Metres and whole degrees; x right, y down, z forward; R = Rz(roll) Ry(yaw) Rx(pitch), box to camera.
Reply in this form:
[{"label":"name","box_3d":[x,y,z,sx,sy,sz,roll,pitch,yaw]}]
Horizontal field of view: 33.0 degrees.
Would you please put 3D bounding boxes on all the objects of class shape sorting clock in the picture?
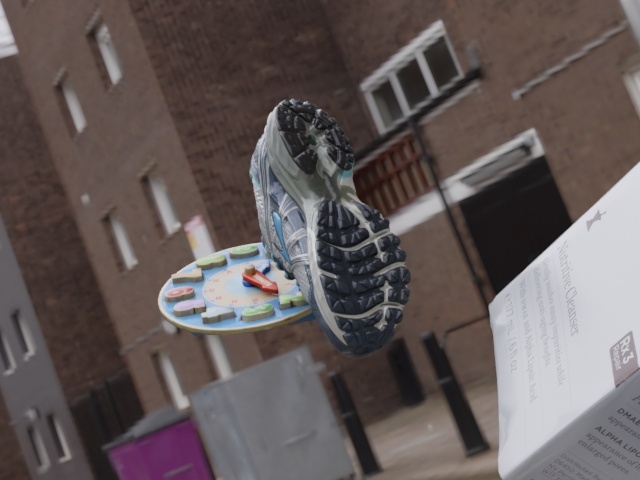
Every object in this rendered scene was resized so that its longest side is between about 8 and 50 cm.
[{"label":"shape sorting clock","box_3d":[-0.076,0.046,1.181,0.206,0.040,0.206,-4,23,2]}]

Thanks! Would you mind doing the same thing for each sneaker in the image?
[{"label":"sneaker","box_3d":[0.000,0.000,1.105,0.110,0.283,0.122,2,-33,-33]}]

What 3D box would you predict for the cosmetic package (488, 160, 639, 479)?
[{"label":"cosmetic package","box_3d":[0.296,0.022,0.727,0.385,0.156,0.217,-51,16,29]}]
